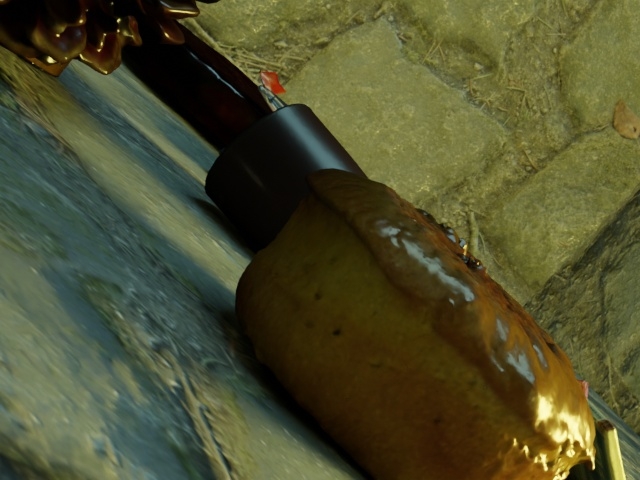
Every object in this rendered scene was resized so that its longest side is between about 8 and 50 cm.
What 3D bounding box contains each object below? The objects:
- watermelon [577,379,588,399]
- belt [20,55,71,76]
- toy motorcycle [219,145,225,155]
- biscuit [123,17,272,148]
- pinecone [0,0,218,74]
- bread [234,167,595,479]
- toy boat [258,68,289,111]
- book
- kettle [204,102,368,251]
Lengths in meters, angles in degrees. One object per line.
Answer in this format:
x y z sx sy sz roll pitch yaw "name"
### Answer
0.403 0.266 2.220 0.125 0.094 0.135 48 6 -34 "watermelon"
-0.281 -0.196 1.362 0.059 0.036 0.083 44 6 27 "belt"
-0.059 -0.069 1.716 0.114 0.076 0.205 46 10 14 "toy motorcycle"
-0.151 -0.212 2.077 0.407 0.091 0.407 40 8 -7 "biscuit"
-0.232 -0.353 1.258 0.398 0.398 0.398 42 6 -5 "pinecone"
0.071 0.081 1.067 0.312 0.172 0.312 46 5 -5 "bread"
0.010 -0.087 1.922 0.219 0.072 0.318 13 48 -62 "toy boat"
0.274 0.216 1.600 0.322 0.018 0.228 -128 -163 -56 "book"
0.000 0.000 1.444 0.232 0.144 0.202 51 -22 16 "kettle"
